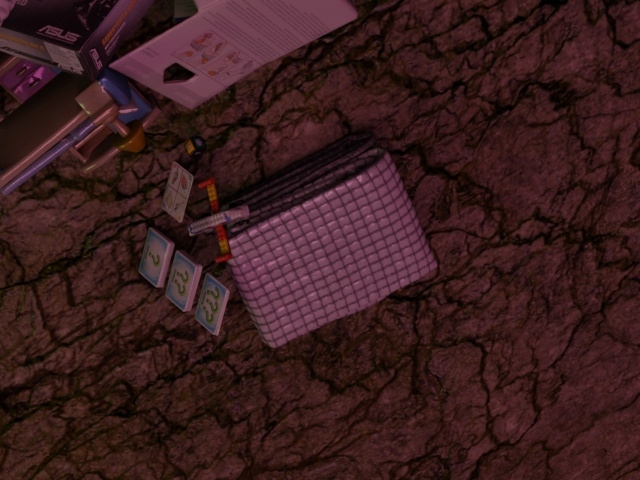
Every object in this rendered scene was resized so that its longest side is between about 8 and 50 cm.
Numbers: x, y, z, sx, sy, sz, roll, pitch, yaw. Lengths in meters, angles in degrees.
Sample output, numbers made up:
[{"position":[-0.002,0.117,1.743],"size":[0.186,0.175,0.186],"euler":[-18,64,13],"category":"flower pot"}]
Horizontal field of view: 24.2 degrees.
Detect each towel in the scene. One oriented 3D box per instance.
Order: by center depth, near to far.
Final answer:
[{"position":[0.000,0.000,2.158],"size":[0.284,0.121,0.235],"euler":[-27,127,-3],"category":"towel"}]

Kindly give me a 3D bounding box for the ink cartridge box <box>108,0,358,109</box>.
[{"position":[-0.108,-0.273,1.841],"size":[0.261,0.066,0.296],"euler":[-27,169,10],"category":"ink cartridge box"}]

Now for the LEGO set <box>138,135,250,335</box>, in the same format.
[{"position":[-0.181,-0.013,2.047],"size":[0.060,0.182,0.244],"euler":[-9,126,-44],"category":"LEGO set"}]

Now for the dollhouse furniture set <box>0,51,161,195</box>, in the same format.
[{"position":[-0.329,-0.106,1.866],"size":[0.286,0.303,0.198],"euler":[-39,124,8],"category":"dollhouse furniture set"}]

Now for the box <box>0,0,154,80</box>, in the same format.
[{"position":[-0.315,-0.297,1.758],"size":[0.183,0.231,0.056],"euler":[-58,152,-24],"category":"box"}]

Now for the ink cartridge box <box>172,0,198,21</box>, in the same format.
[{"position":[-0.105,-0.438,1.845],"size":[0.176,0.069,0.371],"euler":[-9,138,-13],"category":"ink cartridge box"}]

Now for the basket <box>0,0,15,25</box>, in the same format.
[{"position":[-0.479,-0.356,1.540],"size":[0.266,0.328,0.331],"euler":[2,127,7],"category":"basket"}]
